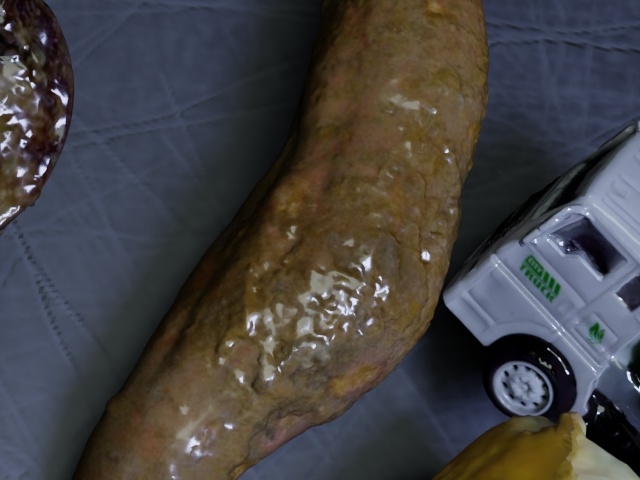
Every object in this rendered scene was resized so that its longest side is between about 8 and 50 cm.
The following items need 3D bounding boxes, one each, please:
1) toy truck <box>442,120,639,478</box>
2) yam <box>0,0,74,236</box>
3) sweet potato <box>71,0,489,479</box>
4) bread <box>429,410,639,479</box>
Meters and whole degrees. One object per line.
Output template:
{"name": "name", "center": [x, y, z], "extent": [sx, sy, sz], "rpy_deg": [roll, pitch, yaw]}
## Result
{"name": "toy truck", "center": [0.174, 0.068, 0.793], "extent": [0.242, 0.125, 0.101], "rpy_deg": [46, 40, 0]}
{"name": "yam", "center": [-0.175, -0.037, 0.667], "extent": [0.131, 0.279, 0.131], "rpy_deg": [3, 84, -25]}
{"name": "sweet potato", "center": [0.004, -0.001, 0.797], "extent": [0.114, 0.092, 0.341], "rpy_deg": [14, 69, 30]}
{"name": "bread", "center": [0.028, 0.259, 0.699], "extent": [0.375, 0.165, 0.236], "rpy_deg": [-41, 94, -21]}
